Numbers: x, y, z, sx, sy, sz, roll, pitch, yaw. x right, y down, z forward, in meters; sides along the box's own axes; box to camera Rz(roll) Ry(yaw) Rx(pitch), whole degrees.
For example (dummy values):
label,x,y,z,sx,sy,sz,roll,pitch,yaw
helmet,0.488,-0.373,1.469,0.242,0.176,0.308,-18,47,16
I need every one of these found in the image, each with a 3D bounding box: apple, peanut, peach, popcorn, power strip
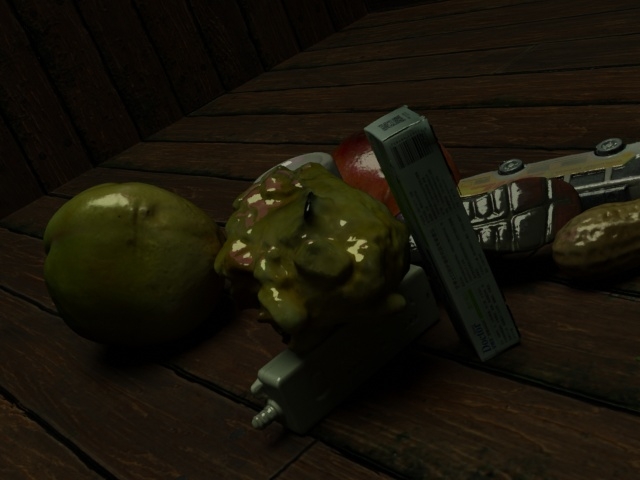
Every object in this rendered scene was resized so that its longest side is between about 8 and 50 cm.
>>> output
label,x,y,z,sx,sy,sz,roll,pitch,yaw
apple,0.111,-0.127,1.608,0.293,0.163,0.251,-10,24,32
peanut,0.426,-0.014,1.148,0.226,0.095,0.108,-19,26,7
peach,-0.324,0.047,1.473,0.316,0.281,0.314,4,-16,-6
popcorn,-0.007,0.016,1.085,0.252,0.215,0.286,-24,26,-19
power strip,0.037,0.147,1.150,0.338,0.098,0.058,-36,29,-28

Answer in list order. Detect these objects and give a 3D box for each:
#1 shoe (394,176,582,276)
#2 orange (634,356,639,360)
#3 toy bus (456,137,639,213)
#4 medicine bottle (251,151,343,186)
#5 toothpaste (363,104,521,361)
label,x,y,z,sx,sy,sz,roll,pitch,yaw
shoe,0.248,-0.005,1.261,0.291,0.137,0.114,-13,65,13
orange,0.398,0.151,0.641,0.300,0.223,0.301,13,25,31
toy bus,0.377,-0.074,1.324,0.342,0.097,0.138,-9,28,31
medicine bottle,0.000,0.000,1.313,0.144,0.252,0.144,-22,22,10
toothpaste,0.157,-0.003,1.058,0.067,0.336,0.081,-28,23,-3
